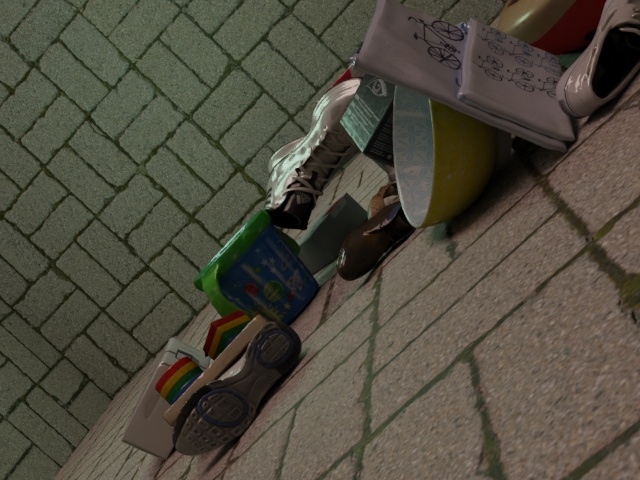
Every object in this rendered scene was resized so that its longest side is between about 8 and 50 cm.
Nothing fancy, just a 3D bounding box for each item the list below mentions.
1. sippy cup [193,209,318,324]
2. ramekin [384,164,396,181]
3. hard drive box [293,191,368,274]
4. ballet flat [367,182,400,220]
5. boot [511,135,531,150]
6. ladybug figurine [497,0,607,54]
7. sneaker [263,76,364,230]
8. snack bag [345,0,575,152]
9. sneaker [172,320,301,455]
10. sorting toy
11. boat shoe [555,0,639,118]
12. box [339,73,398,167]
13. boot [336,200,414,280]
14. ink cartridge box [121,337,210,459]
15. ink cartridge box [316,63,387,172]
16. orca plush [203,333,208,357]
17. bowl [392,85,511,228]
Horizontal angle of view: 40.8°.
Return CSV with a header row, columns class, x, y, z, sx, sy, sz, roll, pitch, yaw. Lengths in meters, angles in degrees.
class,x,y,z,sx,sy,sz,roll,pitch,yaw
sippy cup,-0.135,0.087,1.986,0.305,0.224,0.240,-48,6,-22
ramekin,0.224,-0.234,1.993,0.207,0.109,0.207,-33,4,3
hard drive box,0.000,0.000,2.262,0.181,0.089,0.232,-51,9,-35
ballet flat,0.153,-0.085,1.921,0.067,0.073,0.206,-28,17,22
boot,0.368,-0.204,1.425,0.114,0.037,0.106,-50,1,-31
ladybug figurine,0.504,-0.484,1.712,0.305,0.162,0.449,-45,6,12
sneaker,0.013,-0.168,2.011,0.447,0.169,0.258,-41,30,43
snack bag,0.225,-0.278,1.337,0.323,0.342,0.037,-71,4,-55
sneaker,-0.148,0.279,1.550,0.297,0.111,0.129,-42,-8,-29
sorting toy,-0.205,0.245,1.698,0.257,0.089,0.255,-46,-13,-7
boat shoe,0.442,-0.293,1.251,0.267,0.096,0.088,-49,11,-15
box,0.146,-0.264,1.630,0.207,0.108,0.153,-60,30,22
boot,0.115,-0.014,1.654,0.219,0.082,0.106,-48,4,-33
ink cartridge box,-0.348,0.356,1.976,0.198,0.114,0.273,-63,7,2
ink cartridge box,0.172,-0.319,2.165,0.226,0.306,0.131,-45,6,3
orca plush,-0.169,0.198,2.053,0.102,0.151,0.287,-2,-2,21
bowl,0.224,-0.169,1.434,0.156,0.290,0.289,-4,3,-7
